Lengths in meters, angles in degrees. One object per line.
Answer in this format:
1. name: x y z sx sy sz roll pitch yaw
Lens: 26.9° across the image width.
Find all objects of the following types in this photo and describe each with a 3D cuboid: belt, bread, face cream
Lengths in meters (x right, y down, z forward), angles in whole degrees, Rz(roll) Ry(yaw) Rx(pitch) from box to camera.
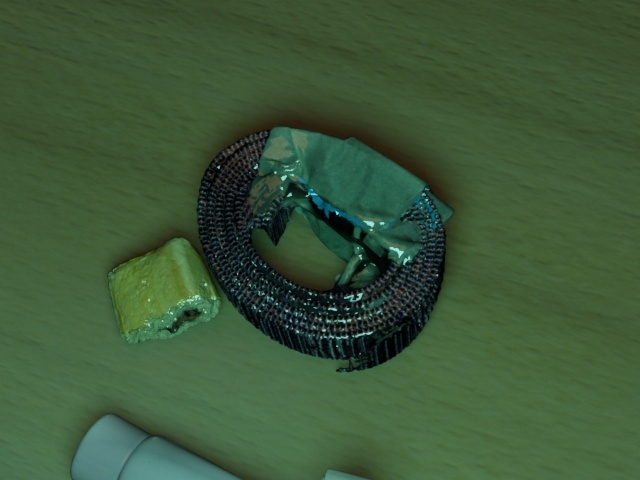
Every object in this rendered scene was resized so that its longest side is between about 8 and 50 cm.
1. belt: 0.000 0.000 1.631 0.325 0.122 0.260 35 77 19
2. bread: -0.186 0.063 1.619 0.125 0.082 0.106 -26 58 16
3. face cream: -0.146 0.296 1.494 0.274 0.154 0.096 26 30 17

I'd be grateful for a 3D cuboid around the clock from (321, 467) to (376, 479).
1. clock: 0.006 0.360 1.440 0.063 0.150 0.197 16 66 5
